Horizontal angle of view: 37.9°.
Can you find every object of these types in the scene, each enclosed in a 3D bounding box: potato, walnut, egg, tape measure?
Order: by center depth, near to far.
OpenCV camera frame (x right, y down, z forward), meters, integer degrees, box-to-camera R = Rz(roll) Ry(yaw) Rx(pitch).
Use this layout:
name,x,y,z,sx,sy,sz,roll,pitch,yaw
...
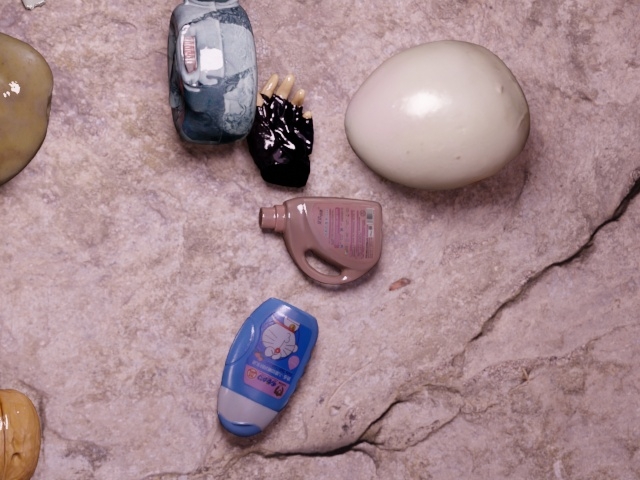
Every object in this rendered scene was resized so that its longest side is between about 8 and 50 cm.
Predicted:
name,x,y,z,sx,sy,sz,roll,pitch,yaw
potato,-0.599,-0.200,1.571,0.243,0.221,0.326,45,67,-20
walnut,-0.565,0.352,1.596,0.165,0.165,0.197,7,79,-15
tape measure,-0.203,-0.307,1.668,0.147,0.256,0.275,-4,63,-14
egg,0.217,-0.233,1.766,0.345,0.283,0.283,-11,91,-10

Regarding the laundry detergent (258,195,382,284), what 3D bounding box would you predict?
name,x,y,z,sx,sy,sz,roll,pitch,yaw
laundry detergent,0.000,0.000,1.802,0.237,0.076,0.171,1,88,-15

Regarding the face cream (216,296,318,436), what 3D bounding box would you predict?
name,x,y,z,sx,sy,sz,roll,pitch,yaw
face cream,-0.109,0.244,1.761,0.149,0.083,0.264,27,82,-10

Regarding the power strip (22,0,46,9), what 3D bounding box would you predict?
name,x,y,z,sx,sy,sz,roll,pitch,yaw
power strip,-0.536,-0.466,1.702,0.040,0.016,0.090,-24,94,-14

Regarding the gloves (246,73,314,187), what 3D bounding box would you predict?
name,x,y,z,sx,sy,sz,roll,pitch,yaw
gloves,-0.079,-0.220,1.772,0.164,0.124,0.203,22,54,-42
